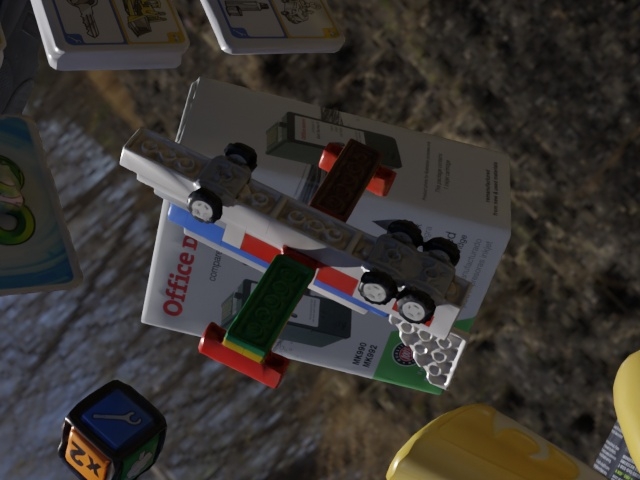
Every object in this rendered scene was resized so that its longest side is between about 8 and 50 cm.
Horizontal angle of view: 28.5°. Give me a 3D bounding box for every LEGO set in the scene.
[{"bbox_3d":[-0.059,-0.021,0.434,0.060,0.183,0.244,110,145,-43],"label":"LEGO set"}]

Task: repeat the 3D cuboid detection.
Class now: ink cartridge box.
[{"bbox_3d":[0.000,0.000,1.123,0.289,0.211,0.121,13,-140,-4],"label":"ink cartridge box"}]

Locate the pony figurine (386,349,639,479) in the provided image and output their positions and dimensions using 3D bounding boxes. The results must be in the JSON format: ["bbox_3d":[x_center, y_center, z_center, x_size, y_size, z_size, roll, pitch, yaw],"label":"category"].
[{"bbox_3d":[0.257,0.138,0.440,0.351,0.302,0.363,-17,-128,-40],"label":"pony figurine"}]

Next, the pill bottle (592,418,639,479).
[{"bbox_3d":[0.402,0.191,1.380,0.130,0.245,0.130,27,-178,-1],"label":"pill bottle"}]

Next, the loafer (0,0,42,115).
[{"bbox_3d":[-0.281,-0.163,1.018,0.095,0.302,0.109,21,171,13],"label":"loafer"}]
